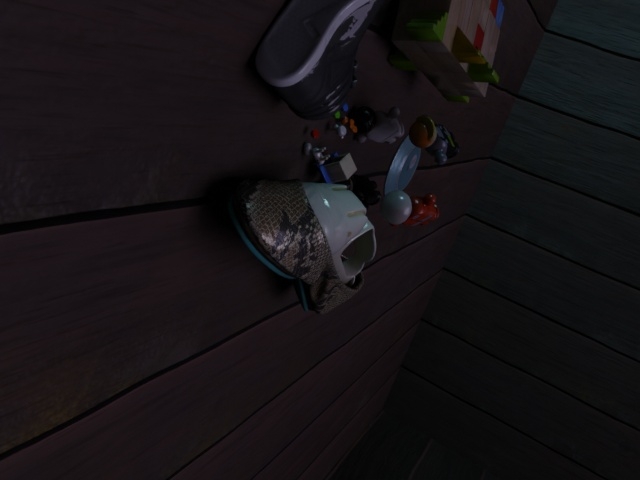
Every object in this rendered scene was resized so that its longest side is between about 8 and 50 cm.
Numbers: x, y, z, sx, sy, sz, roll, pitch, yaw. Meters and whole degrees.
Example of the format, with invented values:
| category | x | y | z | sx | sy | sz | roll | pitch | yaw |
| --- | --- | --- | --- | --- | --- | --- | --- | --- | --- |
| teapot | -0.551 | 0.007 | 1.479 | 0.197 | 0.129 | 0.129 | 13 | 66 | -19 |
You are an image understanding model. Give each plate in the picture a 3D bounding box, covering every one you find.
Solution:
| category | x | y | z | sx | sy | sz | roll | pitch | yaw |
| --- | --- | --- | --- | --- | --- | --- | --- | --- | --- |
| plate | 0.217 | -0.188 | 1.489 | 0.188 | 0.024 | 0.188 | -49 | 154 | -34 |

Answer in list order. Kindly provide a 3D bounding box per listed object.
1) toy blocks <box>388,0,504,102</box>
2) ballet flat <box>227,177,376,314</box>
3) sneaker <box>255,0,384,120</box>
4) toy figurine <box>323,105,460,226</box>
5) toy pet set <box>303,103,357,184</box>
| category | x | y | z | sx | sy | sz | roll | pitch | yaw |
| --- | --- | --- | --- | --- | --- | --- | --- | --- | --- |
| toy blocks | 0.260 | -0.446 | 1.106 | 0.381 | 0.190 | 0.261 | 13 | 89 | -60 |
| ballet flat | 0.000 | 0.000 | 0.960 | 0.182 | 0.164 | 0.483 | -24 | 158 | 1 |
| sneaker | 0.029 | -0.294 | 0.803 | 0.296 | 0.104 | 0.147 | -54 | 160 | -10 |
| toy figurine | 0.129 | -0.139 | 1.076 | 0.148 | 0.213 | 0.210 | 5 | 107 | -51 |
| toy pet set | 0.014 | -0.158 | 1.012 | 0.122 | 0.065 | 0.114 | -48 | 120 | -43 |
